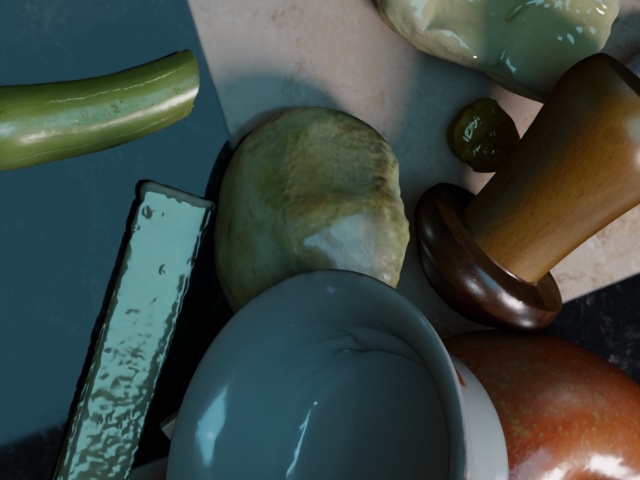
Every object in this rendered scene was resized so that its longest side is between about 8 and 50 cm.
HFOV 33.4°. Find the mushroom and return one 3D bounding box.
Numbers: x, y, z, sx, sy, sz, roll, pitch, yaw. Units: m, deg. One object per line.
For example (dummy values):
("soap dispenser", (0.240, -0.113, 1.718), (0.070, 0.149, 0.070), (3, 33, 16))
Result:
("mushroom", (-0.006, -0.005, 1.091), (0.189, 0.164, 0.267), (18, 92, -19))

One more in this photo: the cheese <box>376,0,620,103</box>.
("cheese", (0.187, -0.253, 1.154), (0.263, 0.093, 0.159), (24, 87, -17))

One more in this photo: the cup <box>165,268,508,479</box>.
("cup", (0.032, 0.213, 0.958), (0.163, 0.347, 0.347), (22, 91, -43))

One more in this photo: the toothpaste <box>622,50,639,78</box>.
("toothpaste", (0.395, -0.181, 1.226), (0.282, 0.068, 0.099), (-24, 135, -30))

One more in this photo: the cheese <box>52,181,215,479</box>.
("cheese", (-0.206, 0.138, 1.120), (0.085, 0.034, 0.400), (16, 92, -14))

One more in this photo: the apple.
("apple", (0.207, 0.261, 1.130), (0.348, 0.277, 0.348), (-3, 99, -17))

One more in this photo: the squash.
("squash", (-0.236, -0.127, 1.050), (0.250, 0.083, 0.083), (-15, 102, -16))

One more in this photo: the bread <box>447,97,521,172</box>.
("bread", (0.182, -0.117, 1.193), (0.081, 0.046, 0.083), (-15, 100, -16))

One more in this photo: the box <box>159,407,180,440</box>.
("box", (-0.125, 0.195, 1.155), (0.083, 0.024, 0.054), (-37, 107, -9))

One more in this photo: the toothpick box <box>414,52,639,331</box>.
("toothpick box", (0.231, -0.042, 1.102), (0.192, 0.192, 0.294), (33, 115, -18))
